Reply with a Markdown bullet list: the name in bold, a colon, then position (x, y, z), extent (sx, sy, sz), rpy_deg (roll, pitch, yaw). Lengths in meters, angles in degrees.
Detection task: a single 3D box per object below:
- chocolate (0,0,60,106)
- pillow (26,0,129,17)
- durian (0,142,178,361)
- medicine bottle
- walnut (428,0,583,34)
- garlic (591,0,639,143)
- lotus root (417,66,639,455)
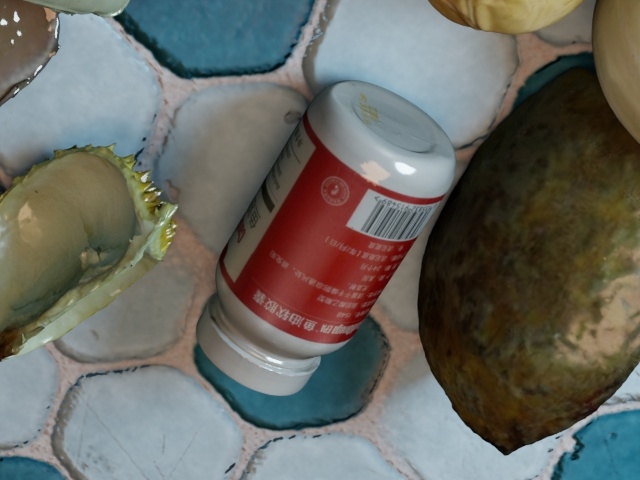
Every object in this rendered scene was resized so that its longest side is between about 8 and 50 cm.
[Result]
- **chocolate**: position (-0.320, -0.210, 1.518), extent (0.161, 0.083, 0.261), rpy_deg (-40, 115, -13)
- **pillow**: position (-0.253, -0.299, 1.407), extent (0.322, 0.120, 0.255), rpy_deg (8, 111, -27)
- **durian**: position (-0.208, 0.012, 1.616), extent (0.252, 0.139, 0.144), rpy_deg (-29, 110, 18)
- **medicine bottle**: position (0.000, 0.000, 1.604), extent (0.131, 0.131, 0.250), rpy_deg (26, 117, -12)
- **walnut**: position (0.137, -0.245, 1.447), extent (0.165, 0.165, 0.197), rpy_deg (8, 116, -2)
- **garlic**: position (0.295, -0.129, 1.466), extent (0.245, 0.164, 0.145), rpy_deg (62, 144, 11)
- **lotus root**: position (0.183, 0.013, 1.587), extent (0.142, 0.210, 0.314), rpy_deg (29, 104, -26)
